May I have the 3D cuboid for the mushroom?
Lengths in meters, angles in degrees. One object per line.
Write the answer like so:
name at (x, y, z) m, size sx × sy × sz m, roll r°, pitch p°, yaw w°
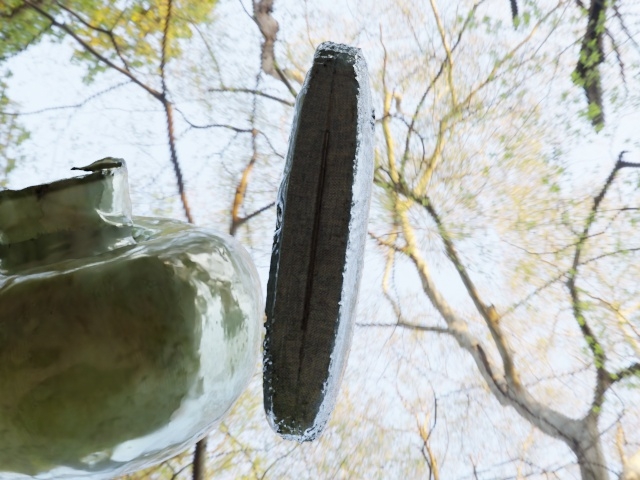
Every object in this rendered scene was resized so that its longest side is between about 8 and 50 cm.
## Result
mushroom at (-0.215, 0.066, 0.833) m, size 0.352 × 0.352 × 0.260 m, roll -7°, pitch -77°, yaw 6°

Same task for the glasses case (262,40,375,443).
glasses case at (0.000, 0.000, 0.671) m, size 0.067 × 0.109 × 0.283 m, roll 5°, pitch -97°, yaw 3°
